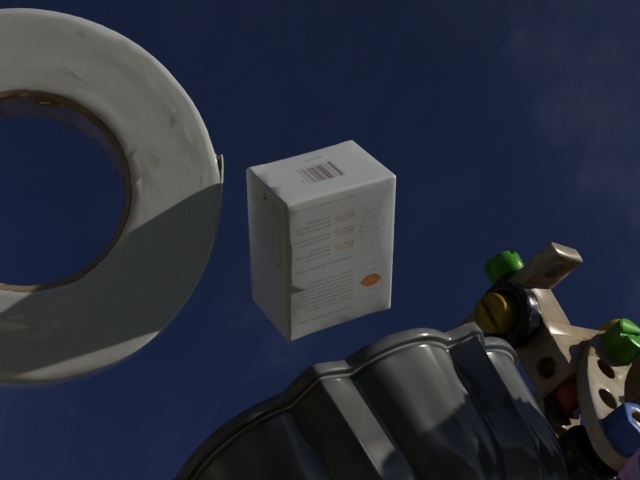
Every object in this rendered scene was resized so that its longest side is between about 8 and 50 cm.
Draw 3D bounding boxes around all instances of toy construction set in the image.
[{"bbox_3d":[0.235,0.137,1.031,0.257,0.237,0.309,-15,-36,-27],"label":"toy construction set"}]

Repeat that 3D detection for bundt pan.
[{"bbox_3d":[0.030,0.213,0.746,0.331,0.124,0.331,-24,-35,-18],"label":"bundt pan"}]

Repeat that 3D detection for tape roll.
[{"bbox_3d":[-0.294,-0.044,1.140,0.392,0.392,0.072,25,-17,-6],"label":"tape roll"}]

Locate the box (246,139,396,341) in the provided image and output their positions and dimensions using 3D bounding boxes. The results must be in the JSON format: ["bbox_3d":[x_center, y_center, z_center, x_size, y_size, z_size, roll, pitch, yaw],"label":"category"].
[{"bbox_3d":[0.000,0.000,1.191,0.130,0.091,0.170,-16,-54,-25],"label":"box"}]

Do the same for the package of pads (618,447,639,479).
[{"bbox_3d":[0.241,0.149,0.763,0.032,0.050,0.083,26,-69,-20],"label":"package of pads"}]
